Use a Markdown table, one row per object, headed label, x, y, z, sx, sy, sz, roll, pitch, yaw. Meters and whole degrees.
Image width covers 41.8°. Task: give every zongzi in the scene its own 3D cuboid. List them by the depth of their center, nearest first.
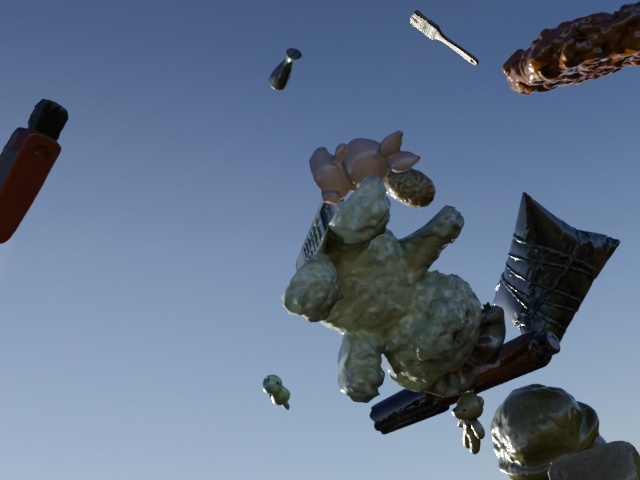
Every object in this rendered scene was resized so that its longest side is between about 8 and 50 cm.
| label | x | y | z | sx | sy | sz | roll | pitch | yaw |
| --- | --- | --- | --- | --- | --- | --- | --- | --- | --- |
| zongzi | 0.578 | 0.058 | 2.223 | 0.362 | 0.319 | 0.383 | 36 | -86 | -27 |

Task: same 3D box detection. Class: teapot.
| label | x | y | z | sx | sy | sz | roll | pitch | yaw |
| --- | --- | --- | --- | --- | --- | --- | --- | --- | --- |
| teapot | -0.073 | -0.365 | 1.771 | 0.043 | 0.042 | 0.110 | -12 | -20 | -29 |

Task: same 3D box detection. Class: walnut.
| label | x | y | z | sx | sy | sz | roll | pitch | yaw |
| --- | --- | --- | --- | --- | --- | --- | --- | --- | --- |
| walnut | 0.567 | 0.500 | 2.082 | 0.253 | 0.281 | 0.277 | -13 | 2 | -14 |

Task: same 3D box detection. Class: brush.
| label | x | y | z | sx | sy | sz | roll | pitch | yaw |
| --- | --- | --- | --- | --- | --- | --- | --- | --- | --- |
| brush | -0.485 | -0.072 | 1.310 | 0.323 | 0.051 | 0.070 | -61 | -30 | 2 |
| brush | 0.253 | -0.409 | 1.704 | 0.014 | 0.170 | 0.043 | -48 | -9 | -19 |

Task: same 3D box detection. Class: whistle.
| label | x | y | z | sx | sy | sz | roll | pitch | yaw |
| --- | --- | --- | --- | --- | --- | --- | --- | --- | --- |
| whistle | -0.074 | 0.263 | 1.447 | 0.035 | 0.035 | 0.100 | -27 | -46 | -1 |

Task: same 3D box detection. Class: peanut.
| label | x | y | z | sx | sy | sz | roll | pitch | yaw |
| --- | --- | --- | --- | --- | --- | --- | --- | --- | --- |
| peanut | 0.206 | -0.156 | 2.203 | 0.095 | 0.226 | 0.108 | -58 | -38 | -2 |

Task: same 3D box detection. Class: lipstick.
| label | x | y | z | sx | sy | sz | roll | pitch | yaw |
| --- | --- | --- | --- | --- | --- | --- | --- | --- | --- |
| lipstick | 0.259 | 0.266 | 1.559 | 0.418 | 0.077 | 0.077 | -33 | -24 | 36 |

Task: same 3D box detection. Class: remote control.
| label | x | y | z | sx | sy | sz | roll | pitch | yaw |
| --- | --- | --- | --- | --- | --- | --- | --- | --- | --- |
| remote control | 0.000 | 0.000 | 1.846 | 0.034 | 0.103 | 0.250 | 8 | -49 | -20 |

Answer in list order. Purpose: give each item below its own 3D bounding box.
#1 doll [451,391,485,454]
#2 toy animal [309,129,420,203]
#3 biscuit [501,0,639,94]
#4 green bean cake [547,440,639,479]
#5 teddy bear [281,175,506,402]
| label | x | y | z | sx | sy | sz | roll | pitch | yaw |
| --- | --- | --- | --- | --- | --- | --- | --- | --- | --- |
| doll | 0.239 | 0.285 | 1.312 | 0.051 | 0.093 | 0.061 | -30 | 21 | -19 |
| toy animal | 0.091 | -0.147 | 1.591 | 0.213 | 0.124 | 0.124 | -18 | -21 | 21 |
| biscuit | 0.540 | -0.383 | 1.671 | 0.318 | 0.110 | 0.312 | -12 | 2 | 1 |
| green bean cake | 0.548 | 0.476 | 1.654 | 0.179 | 0.109 | 0.085 | -28 | -58 | 27 |
| teddy bear | 0.145 | 0.109 | 1.262 | 0.327 | 0.362 | 0.375 | -56 | -1 | -8 |
